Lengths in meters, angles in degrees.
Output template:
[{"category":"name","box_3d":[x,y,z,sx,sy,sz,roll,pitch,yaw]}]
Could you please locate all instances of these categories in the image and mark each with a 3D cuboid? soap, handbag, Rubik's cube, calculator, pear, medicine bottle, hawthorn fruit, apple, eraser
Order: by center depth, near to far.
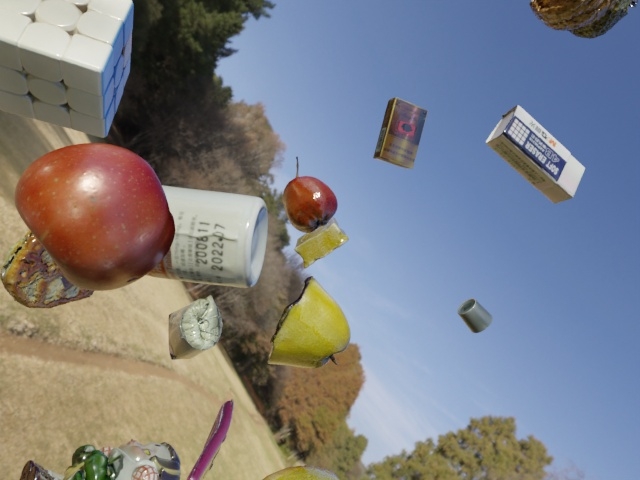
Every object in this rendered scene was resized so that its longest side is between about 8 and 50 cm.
[{"category":"apple","box_3d":[-0.380,-0.042,0.822,0.260,0.216,0.260,43,-27,29]},{"category":"calculator","box_3d":[-0.204,0.389,0.840,0.034,0.190,0.126,26,-63,-1]},{"category":"handbag","box_3d":[-0.287,0.197,1.053,0.173,0.095,0.117,-31,-116,48]},{"category":"medicine bottle","box_3d":[-0.318,-0.014,1.060,0.211,0.372,0.211,6,90,-86]},{"category":"pear","box_3d":[-0.011,0.229,1.200,0.178,0.267,0.267,25,-22,3]},{"category":"Rubik's cube","box_3d":[-0.700,-0.511,1.298,0.290,0.291,0.291,131,-32,-57]},{"category":"eraser","box_3d":[0.628,-0.246,1.370,0.287,0.130,0.086,38,-21,-9]},{"category":"hawthorn fruit","box_3d":[-0.047,-0.129,1.377,0.203,0.163,0.162,60,-16,21]},{"category":"soap","box_3d":[0.000,0.000,1.830,0.091,0.199,0.315,56,5,-5]}]

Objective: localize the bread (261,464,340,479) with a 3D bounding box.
[{"category":"bread","box_3d":[-0.037,0.547,0.848,0.148,0.270,0.269,5,-55,53]}]

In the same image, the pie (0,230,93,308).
[{"category":"pie","box_3d":[-0.813,0.079,1.428,0.085,0.308,0.308,20,-37,29]}]

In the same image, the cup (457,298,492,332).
[{"category":"cup","box_3d":[0.466,0.221,1.436,0.077,0.078,0.100,48,20,-9]}]

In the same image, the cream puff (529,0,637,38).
[{"category":"cream puff","box_3d":[0.538,-0.480,0.926,0.169,0.183,0.183,26,-3,-24]}]

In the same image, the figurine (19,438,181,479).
[{"category":"figurine","box_3d":[-0.487,0.557,1.106,0.281,0.167,0.370,-9,-24,45]}]

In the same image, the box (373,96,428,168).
[{"category":"box","box_3d":[0.312,-0.409,1.825,0.071,0.159,0.240,-168,-87,-71]}]
